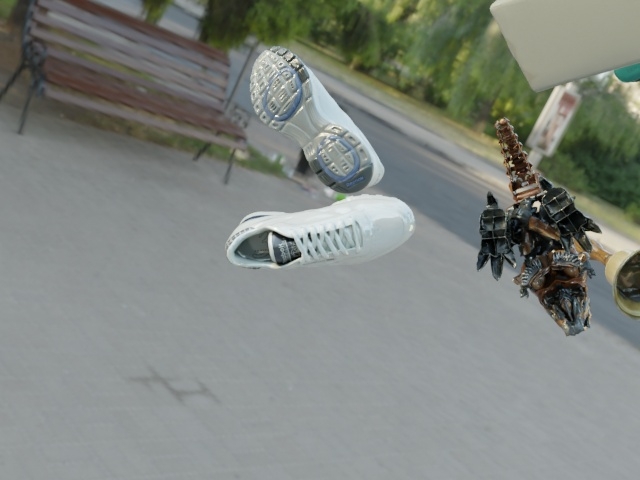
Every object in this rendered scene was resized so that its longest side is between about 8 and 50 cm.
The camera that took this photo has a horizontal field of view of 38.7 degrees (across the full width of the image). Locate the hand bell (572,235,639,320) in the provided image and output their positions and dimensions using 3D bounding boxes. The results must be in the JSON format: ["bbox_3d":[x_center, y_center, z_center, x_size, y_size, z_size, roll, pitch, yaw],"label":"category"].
[{"bbox_3d":[0.493,0.036,1.552,0.126,0.126,0.242,22,10,-19],"label":"hand bell"}]

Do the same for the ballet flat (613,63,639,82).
[{"bbox_3d":[0.481,-0.271,1.232,0.070,0.070,0.188,18,-17,-31],"label":"ballet flat"}]

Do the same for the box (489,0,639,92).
[{"bbox_3d":[0.307,-0.236,0.870,0.275,0.094,0.113,-6,-58,53],"label":"box"}]

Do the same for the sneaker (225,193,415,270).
[{"bbox_3d":[0.000,0.000,1.120,0.235,0.090,0.095,-10,8,10],"label":"sneaker"}]

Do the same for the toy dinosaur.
[{"bbox_3d":[0.311,-0.013,1.337,0.322,0.164,0.218,52,16,12],"label":"toy dinosaur"}]

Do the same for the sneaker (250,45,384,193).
[{"bbox_3d":[-0.008,-0.189,1.474,0.297,0.111,0.129,55,18,15],"label":"sneaker"}]
